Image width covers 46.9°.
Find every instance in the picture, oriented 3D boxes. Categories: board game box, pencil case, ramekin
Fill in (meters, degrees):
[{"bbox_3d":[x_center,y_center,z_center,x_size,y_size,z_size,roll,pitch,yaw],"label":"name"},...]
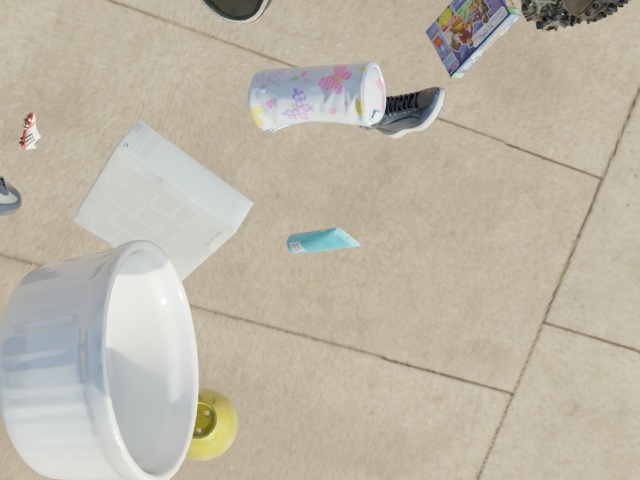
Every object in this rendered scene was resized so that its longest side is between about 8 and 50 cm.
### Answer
[{"bbox_3d":[0.326,-0.469,1.599,0.035,0.201,0.136,-7,66,-38],"label":"board game box"},{"bbox_3d":[-0.009,-0.282,1.448,0.273,0.113,0.124,1,75,26],"label":"pencil case"},{"bbox_3d":[-0.250,0.143,0.854,0.135,0.277,0.277,-8,105,9],"label":"ramekin"}]

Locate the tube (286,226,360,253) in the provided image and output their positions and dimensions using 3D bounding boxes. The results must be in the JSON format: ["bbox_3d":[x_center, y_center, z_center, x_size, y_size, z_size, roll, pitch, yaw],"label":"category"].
[{"bbox_3d":[0.000,0.000,1.792,0.080,0.207,0.052,32,66,-34],"label":"tube"}]

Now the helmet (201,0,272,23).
[{"bbox_3d":[-0.020,-0.253,0.557,0.162,0.169,0.169,-19,111,37],"label":"helmet"}]

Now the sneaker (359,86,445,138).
[{"bbox_3d":[0.156,-0.300,1.638,0.163,0.226,0.086,18,70,-26],"label":"sneaker"}]

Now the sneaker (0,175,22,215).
[{"bbox_3d":[-0.758,-0.152,1.629,0.131,0.319,0.112,-39,65,8],"label":"sneaker"}]

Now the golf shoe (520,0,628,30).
[{"bbox_3d":[0.151,-0.207,0.439,0.077,0.198,0.093,-6,67,14],"label":"golf shoe"}]

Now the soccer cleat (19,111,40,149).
[{"bbox_3d":[-0.561,-0.213,1.435,0.036,0.029,0.083,-2,131,-40],"label":"soccer cleat"}]

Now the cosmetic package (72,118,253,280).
[{"bbox_3d":[-0.352,-0.062,1.597,0.284,0.377,0.097,38,54,-12],"label":"cosmetic package"}]

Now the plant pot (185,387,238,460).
[{"bbox_3d":[-0.219,0.330,1.343,0.134,0.095,0.134,1,71,-3],"label":"plant pot"}]
